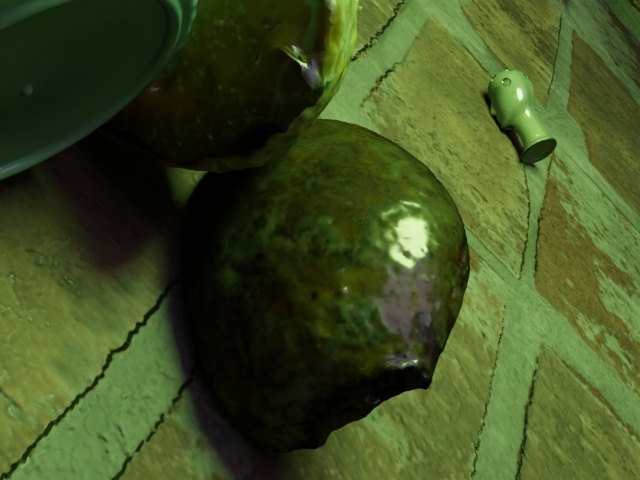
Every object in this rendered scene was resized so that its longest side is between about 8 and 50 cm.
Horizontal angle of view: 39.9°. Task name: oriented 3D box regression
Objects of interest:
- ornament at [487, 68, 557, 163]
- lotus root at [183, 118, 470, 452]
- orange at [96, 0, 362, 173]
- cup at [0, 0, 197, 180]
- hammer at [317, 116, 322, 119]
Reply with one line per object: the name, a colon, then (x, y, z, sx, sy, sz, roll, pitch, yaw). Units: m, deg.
ornament: (0.316, -0.203, 1.407, 0.075, 0.081, 0.156, 63, 7, -66)
lotus root: (-0.005, -0.002, 0.714, 0.142, 0.210, 0.314, 46, 17, -29)
orange: (-0.114, -0.226, 0.717, 0.368, 0.271, 0.210, 55, 19, 3)
cup: (-0.225, -0.226, 0.536, 0.311, 0.331, 0.257, 57, -8, 5)
hammer: (-0.088, -0.215, 0.960, 0.292, 0.029, 0.058, 43, 35, -15)
